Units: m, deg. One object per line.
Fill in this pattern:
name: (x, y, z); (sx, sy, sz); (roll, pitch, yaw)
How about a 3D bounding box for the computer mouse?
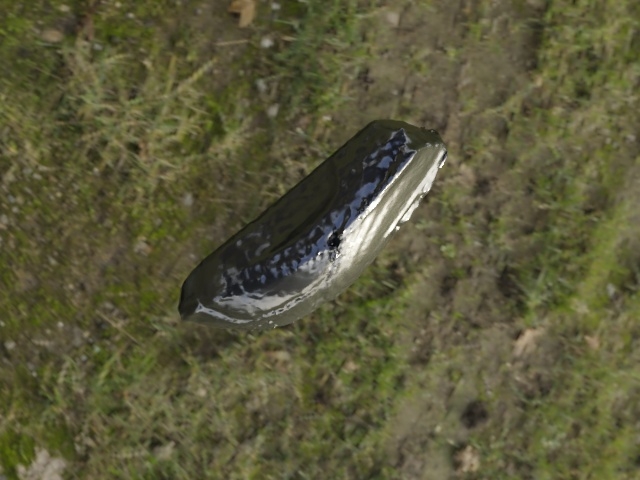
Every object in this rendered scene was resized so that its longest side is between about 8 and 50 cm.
computer mouse: (0.000, 0.000, 0.792); (0.217, 0.122, 0.073); (-40, 84, 5)
